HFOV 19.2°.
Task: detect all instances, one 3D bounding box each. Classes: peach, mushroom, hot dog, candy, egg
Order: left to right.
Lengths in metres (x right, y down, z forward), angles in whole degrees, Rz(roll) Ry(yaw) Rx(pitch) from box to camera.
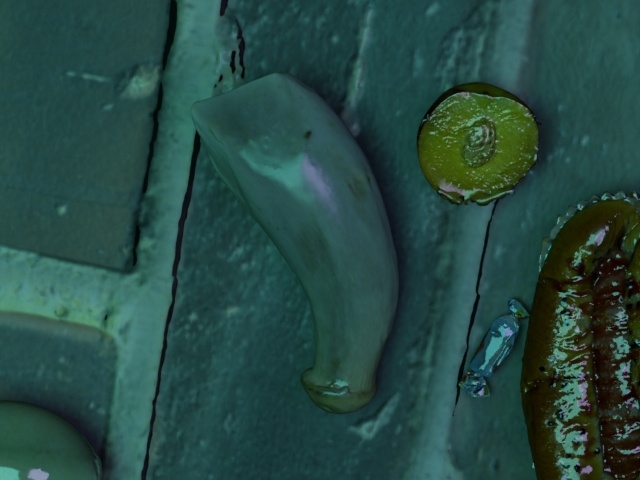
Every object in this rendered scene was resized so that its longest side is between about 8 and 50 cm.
[{"bbox_3d":[-0.253,0.189,1.554,0.152,0.114,0.114,4,97,13],"label":"egg"},{"bbox_3d":[0.000,0.000,1.465,0.118,0.103,0.270,-21,94,18],"label":"mushroom"},{"bbox_3d":[0.120,-0.077,1.439,0.098,0.061,0.098,2,115,4],"label":"peach"},{"bbox_3d":[0.137,0.085,1.469,0.030,0.020,0.083,35,102,11],"label":"candy"},{"bbox_3d":[0.221,0.095,1.415,0.144,0.075,0.268,1,97,17],"label":"hot dog"}]
